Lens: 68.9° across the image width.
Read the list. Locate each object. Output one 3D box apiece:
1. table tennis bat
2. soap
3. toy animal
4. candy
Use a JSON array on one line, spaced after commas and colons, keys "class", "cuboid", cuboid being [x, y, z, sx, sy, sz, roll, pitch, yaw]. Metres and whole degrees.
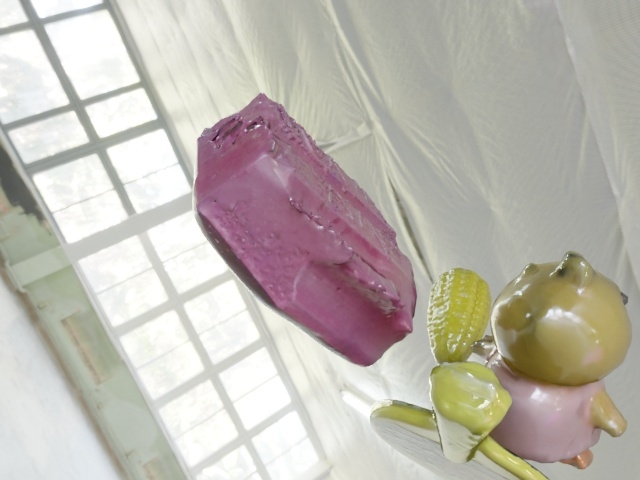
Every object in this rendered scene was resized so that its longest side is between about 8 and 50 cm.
[{"class": "table tennis bat", "cuboid": [0.147, 0.217, 0.490, 0.224, 0.054, 0.369, 19, -29, 24]}, {"class": "soap", "cuboid": [0.000, 0.000, 0.554, 0.324, 0.127, 0.220, 39, 27, -38]}, {"class": "toy animal", "cuboid": [0.268, 0.138, 0.555, 0.195, 0.168, 0.282, 30, -56, 42]}, {"class": "candy", "cuboid": [0.226, 0.135, 0.772, 0.106, 0.199, 0.094, -28, -72, 35]}]
